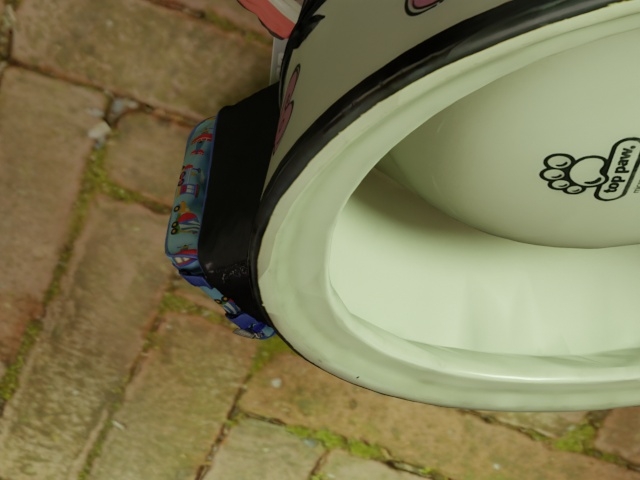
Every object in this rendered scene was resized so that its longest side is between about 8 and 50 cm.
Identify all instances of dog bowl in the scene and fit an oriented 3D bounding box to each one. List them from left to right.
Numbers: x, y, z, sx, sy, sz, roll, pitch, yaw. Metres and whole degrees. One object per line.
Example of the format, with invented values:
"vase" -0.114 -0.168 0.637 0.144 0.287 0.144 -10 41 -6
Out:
"dog bowl" 0.162 -0.060 0.720 0.407 0.150 0.408 -5 151 -3

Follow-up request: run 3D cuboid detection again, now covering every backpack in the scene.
"backpack" 0.000 0.000 0.917 0.116 0.158 0.173 -20 136 28

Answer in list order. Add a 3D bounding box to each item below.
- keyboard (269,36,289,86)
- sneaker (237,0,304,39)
"keyboard" -0.003 -0.058 0.968 0.072 0.014 0.256 9 128 3
"sneaker" -0.012 -0.194 0.796 0.313 0.116 0.136 24 128 -6
